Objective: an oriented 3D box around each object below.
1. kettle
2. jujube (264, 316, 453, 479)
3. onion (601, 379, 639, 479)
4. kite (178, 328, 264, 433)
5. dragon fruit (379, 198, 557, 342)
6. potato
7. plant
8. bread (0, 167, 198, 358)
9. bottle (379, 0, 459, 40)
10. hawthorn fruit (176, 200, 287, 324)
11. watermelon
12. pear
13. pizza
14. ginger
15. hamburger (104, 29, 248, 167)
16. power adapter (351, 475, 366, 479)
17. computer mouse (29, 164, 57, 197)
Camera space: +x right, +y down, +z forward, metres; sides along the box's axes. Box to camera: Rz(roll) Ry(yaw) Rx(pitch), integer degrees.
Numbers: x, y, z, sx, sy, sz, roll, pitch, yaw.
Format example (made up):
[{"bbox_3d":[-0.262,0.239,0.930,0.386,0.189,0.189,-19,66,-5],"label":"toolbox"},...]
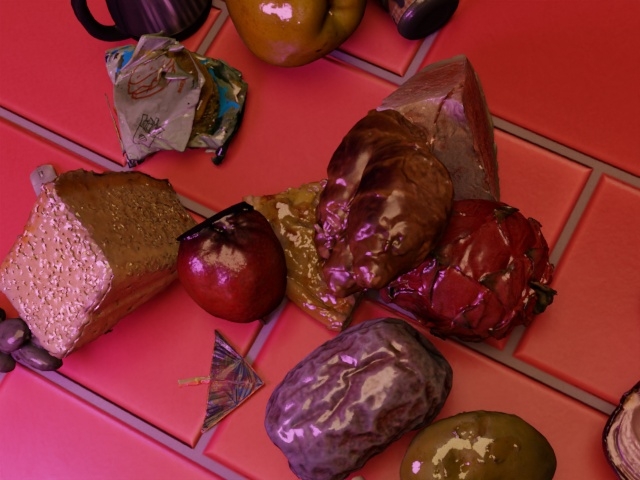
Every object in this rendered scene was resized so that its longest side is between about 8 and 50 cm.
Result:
[{"bbox_3d":[-0.355,-0.522,2.007,0.251,0.271,0.207,-14,70,1],"label":"kettle"},{"bbox_3d":[0.057,0.261,1.714,0.317,0.226,0.226,-38,71,1],"label":"jujube"},{"bbox_3d":[0.589,0.349,1.662,0.227,0.120,0.283,-41,68,-9],"label":"onion"},{"bbox_3d":[-0.177,0.251,1.857,0.159,0.010,0.190,3,70,10],"label":"kite"},{"bbox_3d":[0.245,0.051,1.746,0.299,0.244,0.244,-10,70,-8],"label":"dragon fruit"},{"bbox_3d":[0.250,0.359,1.679,0.253,0.148,0.186,3,104,-13],"label":"potato"},{"bbox_3d":[-0.579,0.176,1.868,0.274,0.149,0.146,-2,89,9],"label":"plant"},{"bbox_3d":[-0.387,0.037,1.867,0.248,0.315,0.279,47,107,21],"label":"bread"},{"bbox_3d":[0.142,-0.521,2.016,0.156,0.143,0.271,-45,70,33],"label":"bottle"},{"bbox_3d":[-0.148,0.059,1.811,0.189,0.251,0.189,-10,34,7],"label":"hawthorn fruit"},{"bbox_3d":[0.236,-0.199,1.858,0.193,0.232,0.310,-1,84,41],"label":"watermelon"},{"bbox_3d":[-0.051,-0.470,1.953,0.294,0.294,0.294,-2,71,7],"label":"pear"},{"bbox_3d":[0.000,0.000,1.883,0.223,0.089,0.323,-36,71,-2],"label":"pizza"},{"bbox_3d":[0.086,-0.052,1.695,0.274,0.152,0.357,-44,32,15],"label":"ginger"},{"bbox_3d":[-0.280,-0.280,1.980,0.276,0.150,0.260,-3,72,6],"label":"hamburger"},{"bbox_3d":[0.067,0.533,1.669,0.187,0.124,0.255,-37,71,-4],"label":"power adapter"},{"bbox_3d":[-0.526,-0.105,2.013,0.056,0.032,0.110,-29,70,-4],"label":"computer mouse"}]
